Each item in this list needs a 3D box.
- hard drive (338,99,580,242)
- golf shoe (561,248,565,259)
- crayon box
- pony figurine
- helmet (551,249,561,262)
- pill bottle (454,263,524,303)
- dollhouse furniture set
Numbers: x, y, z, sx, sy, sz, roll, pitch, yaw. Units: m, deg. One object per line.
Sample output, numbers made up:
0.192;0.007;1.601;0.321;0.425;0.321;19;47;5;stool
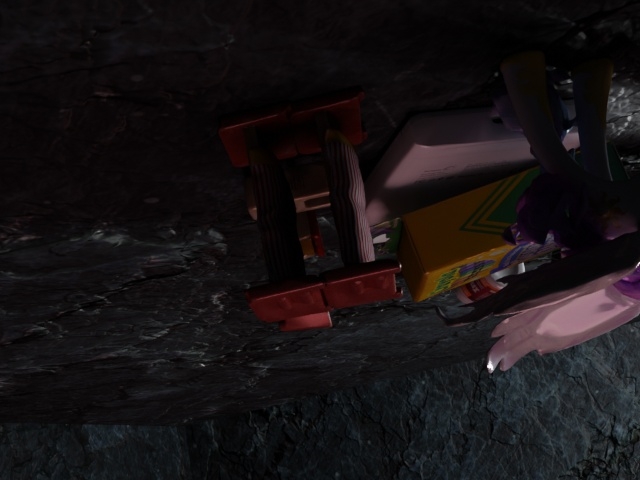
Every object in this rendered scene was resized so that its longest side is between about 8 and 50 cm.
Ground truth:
0.173;-0.079;1.203;0.233;0.047;0.353;-7;163;-15;hard drive
0.493;-0.026;1.310;0.306;0.115;0.140;-35;-166;-6;golf shoe
0.214;-0.009;1.194;0.323;0.083;0.203;-19;167;-2;crayon box
0.290;-0.019;0.901;0.351;0.363;0.303;-16;164;18;pony figurine
0.480;0.036;1.604;0.162;0.169;0.169;-30;162;6;helmet
0.312;0.071;1.752;0.086;0.086;0.152;-5;163;-20;pill bottle
0.000;0.000;1.073;0.152;0.201;0.374;-11;164;2;dollhouse furniture set
